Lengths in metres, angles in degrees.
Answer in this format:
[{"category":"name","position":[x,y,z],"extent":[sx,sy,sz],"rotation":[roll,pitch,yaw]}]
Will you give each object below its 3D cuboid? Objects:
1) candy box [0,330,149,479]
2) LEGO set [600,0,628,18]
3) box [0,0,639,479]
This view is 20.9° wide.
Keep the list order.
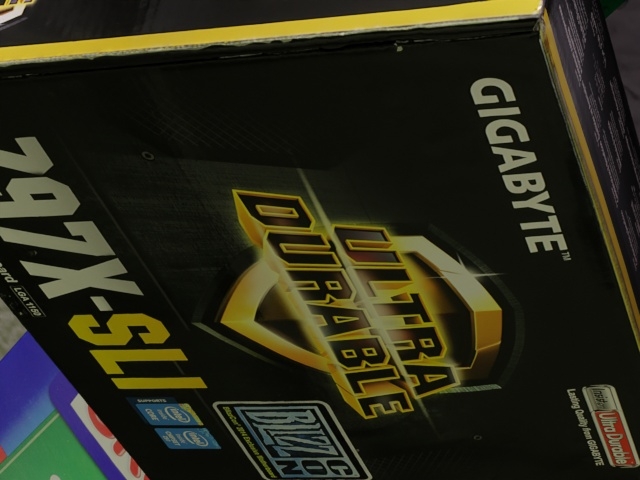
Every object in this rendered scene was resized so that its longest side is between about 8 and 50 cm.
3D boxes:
[{"category":"candy box","position":[-0.076,0.159,1.014],"extent":[0.268,0.122,0.317],"rotation":[54,134,7]},{"category":"LEGO set","position":[0.064,-0.247,0.594],"extent":[0.255,0.331,0.192],"rotation":[-49,38,33]},{"category":"box","position":[0.000,0.000,0.694],"extent":[0.257,0.079,0.322],"rotation":[-1,145,20]}]
